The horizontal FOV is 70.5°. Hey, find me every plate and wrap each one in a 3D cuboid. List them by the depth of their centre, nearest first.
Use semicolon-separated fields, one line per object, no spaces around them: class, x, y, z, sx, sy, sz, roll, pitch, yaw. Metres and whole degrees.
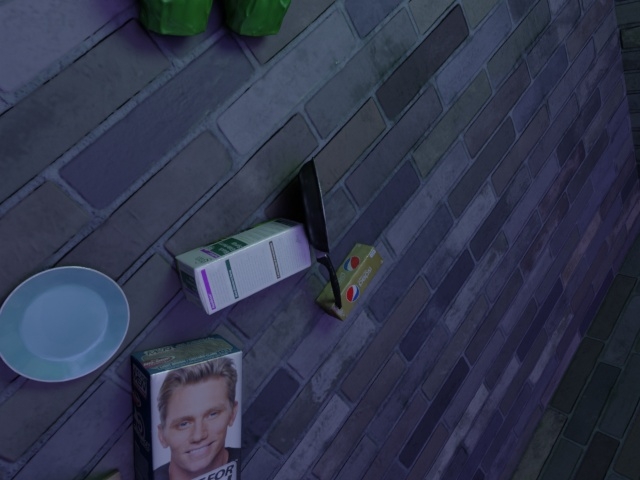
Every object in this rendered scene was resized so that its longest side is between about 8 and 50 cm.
plate;-0.402;0.130;0.717;0.188;0.024;0.188;-10;107;-37

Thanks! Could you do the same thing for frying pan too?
frying pan;-0.004;-0.022;0.953;0.053;0.197;0.326;-9;135;-2

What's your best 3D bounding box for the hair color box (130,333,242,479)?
hair color box;-0.246;0.369;0.845;0.174;0.105;0.347;-7;103;-39

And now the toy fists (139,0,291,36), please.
toy fists;-0.158;-0.415;0.718;0.279;0.142;0.096;-17;66;-35

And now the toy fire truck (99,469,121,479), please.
toy fire truck;-0.434;0.497;0.712;0.246;0.158;0.217;-9;105;-27

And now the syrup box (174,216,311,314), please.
syrup box;-0.142;0.040;0.863;0.237;0.093;0.096;-23;114;-33

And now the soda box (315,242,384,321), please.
soda box;0.070;0.096;1.069;0.181;0.061;0.058;-53;127;-18
